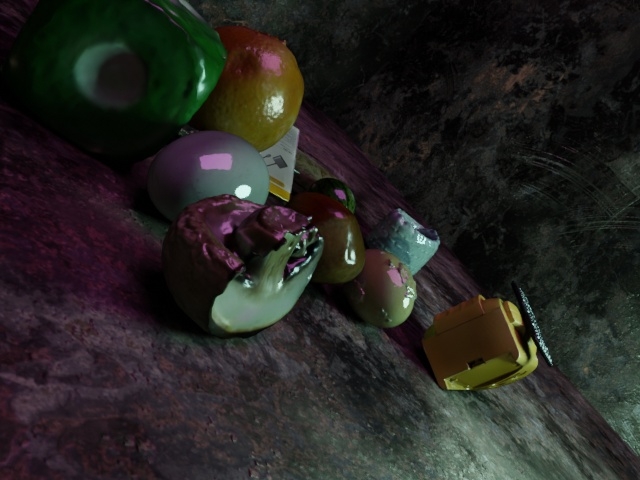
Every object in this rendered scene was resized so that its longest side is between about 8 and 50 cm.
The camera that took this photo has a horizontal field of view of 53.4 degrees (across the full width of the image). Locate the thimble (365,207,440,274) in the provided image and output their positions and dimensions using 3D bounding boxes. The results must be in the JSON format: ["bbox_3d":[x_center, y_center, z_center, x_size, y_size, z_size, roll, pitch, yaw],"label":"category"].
[{"bbox_3d":[0.273,0.002,2.090,0.205,0.172,0.250,47,17,23],"label":"thimble"}]

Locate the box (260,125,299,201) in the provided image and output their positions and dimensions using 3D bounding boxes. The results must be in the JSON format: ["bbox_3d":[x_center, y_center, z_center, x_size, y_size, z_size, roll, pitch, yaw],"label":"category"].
[{"bbox_3d":[-0.126,-0.232,1.753,0.129,0.033,0.247,29,55,-36],"label":"box"}]

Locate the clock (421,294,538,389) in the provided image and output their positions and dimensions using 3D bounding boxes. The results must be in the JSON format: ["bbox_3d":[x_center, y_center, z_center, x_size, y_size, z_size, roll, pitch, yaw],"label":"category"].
[{"bbox_3d":[0.417,0.276,1.603,0.317,0.244,0.200,33,38,-51],"label":"clock"}]

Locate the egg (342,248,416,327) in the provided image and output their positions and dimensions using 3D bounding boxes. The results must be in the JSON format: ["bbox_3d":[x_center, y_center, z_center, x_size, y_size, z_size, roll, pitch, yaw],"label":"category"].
[{"bbox_3d":[0.133,0.109,1.450,0.164,0.164,0.201,30,22,-41],"label":"egg"}]

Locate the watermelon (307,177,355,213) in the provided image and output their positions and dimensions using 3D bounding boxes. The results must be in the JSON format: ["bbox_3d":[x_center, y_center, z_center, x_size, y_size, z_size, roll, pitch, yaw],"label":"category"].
[{"bbox_3d":[0.038,-0.090,1.794,0.141,0.141,0.187,21,33,-56],"label":"watermelon"}]

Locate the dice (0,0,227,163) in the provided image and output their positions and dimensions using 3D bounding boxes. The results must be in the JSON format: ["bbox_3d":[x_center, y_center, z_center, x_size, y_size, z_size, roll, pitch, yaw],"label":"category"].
[{"bbox_3d":[-0.360,-0.335,1.135,0.297,0.287,0.300,34,18,-29],"label":"dice"}]

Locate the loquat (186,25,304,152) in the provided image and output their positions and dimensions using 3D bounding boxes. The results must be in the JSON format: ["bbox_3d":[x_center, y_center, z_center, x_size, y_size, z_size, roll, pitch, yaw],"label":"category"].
[{"bbox_3d":[-0.203,-0.366,1.568,0.328,0.328,0.328,40,15,-13],"label":"loquat"}]

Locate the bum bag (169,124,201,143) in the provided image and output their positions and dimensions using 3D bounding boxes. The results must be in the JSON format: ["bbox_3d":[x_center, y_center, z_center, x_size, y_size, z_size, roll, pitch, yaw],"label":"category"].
[{"bbox_3d":[-0.271,-0.211,1.452,0.248,0.069,0.102,31,-17,-35],"label":"bum bag"}]

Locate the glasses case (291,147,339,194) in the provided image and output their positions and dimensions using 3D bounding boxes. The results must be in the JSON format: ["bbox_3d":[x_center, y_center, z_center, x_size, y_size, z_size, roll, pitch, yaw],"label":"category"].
[{"bbox_3d":[-0.071,-0.211,1.918,0.425,0.098,0.156,33,29,-35],"label":"glasses case"}]

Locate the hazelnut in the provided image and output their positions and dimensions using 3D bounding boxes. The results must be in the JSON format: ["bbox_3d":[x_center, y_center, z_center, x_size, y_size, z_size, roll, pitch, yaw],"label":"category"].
[{"bbox_3d":[-0.008,0.006,1.364,0.210,0.210,0.186,36,40,-26],"label":"hazelnut"}]

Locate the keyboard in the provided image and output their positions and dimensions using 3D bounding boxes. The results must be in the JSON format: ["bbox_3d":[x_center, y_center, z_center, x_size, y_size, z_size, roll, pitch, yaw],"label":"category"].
[{"bbox_3d":[0.519,0.198,1.567,0.106,0.016,0.262,52,20,-22],"label":"keyboard"}]

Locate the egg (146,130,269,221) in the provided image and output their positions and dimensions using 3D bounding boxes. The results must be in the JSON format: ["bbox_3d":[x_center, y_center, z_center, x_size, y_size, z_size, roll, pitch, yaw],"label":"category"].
[{"bbox_3d":[-0.196,-0.103,1.123,0.183,0.183,0.264,47,21,14],"label":"egg"}]

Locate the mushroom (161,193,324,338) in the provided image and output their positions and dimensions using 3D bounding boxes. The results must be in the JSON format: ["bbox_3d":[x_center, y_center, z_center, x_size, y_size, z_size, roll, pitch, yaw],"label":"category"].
[{"bbox_3d":[-0.129,0.030,0.947,0.164,0.189,0.267,34,35,20],"label":"mushroom"}]
